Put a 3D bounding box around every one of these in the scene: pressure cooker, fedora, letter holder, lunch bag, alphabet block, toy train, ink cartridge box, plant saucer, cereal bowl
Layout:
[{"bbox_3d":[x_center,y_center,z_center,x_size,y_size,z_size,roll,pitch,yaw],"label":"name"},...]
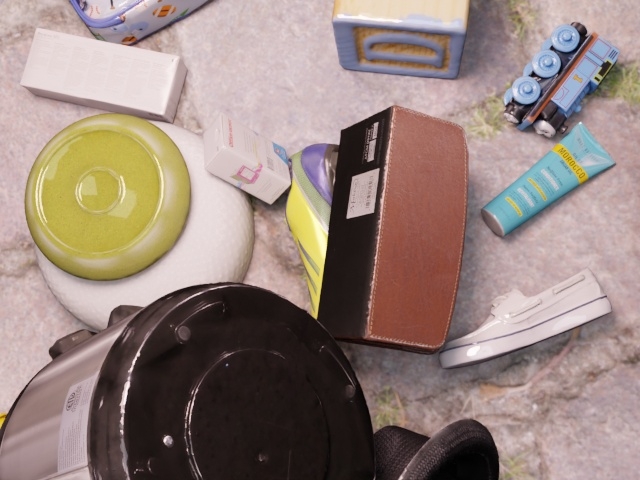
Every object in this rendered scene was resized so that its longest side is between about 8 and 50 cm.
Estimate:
[{"bbox_3d":[-0.191,0.265,0.990,0.420,0.370,0.375,-28,104,42],"label":"pressure cooker"},{"bbox_3d":[0.093,0.369,1.070,0.153,0.334,0.334,21,83,39],"label":"fedora"},{"bbox_3d":[0.136,0.000,1.111,0.215,0.152,0.301,12,80,-24],"label":"letter holder"},{"bbox_3d":[-0.287,-0.464,1.283,0.303,0.115,0.243,-29,78,-1],"label":"lunch bag"},{"bbox_3d":[0.126,-0.368,1.187,0.193,0.193,0.197,6,82,5],"label":"alphabet block"},{"bbox_3d":[0.353,-0.236,1.204,0.105,0.080,0.184,37,86,4],"label":"toy train"},{"bbox_3d":[-0.110,-0.121,1.192,0.052,0.122,0.088,-43,36,27],"label":"ink cartridge box"},{"bbox_3d":[-0.300,-0.065,1.117,0.241,0.037,0.240,-1,82,6],"label":"plant saucer"},{"bbox_3d":[-0.272,-0.023,1.198,0.339,0.141,0.338,-1,80,6],"label":"cereal bowl"}]

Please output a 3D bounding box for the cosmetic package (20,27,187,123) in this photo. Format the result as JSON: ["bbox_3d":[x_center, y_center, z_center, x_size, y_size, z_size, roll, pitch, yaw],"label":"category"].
[{"bbox_3d":[-0.340,-0.259,1.280,0.239,0.060,0.098,13,85,7],"label":"cosmetic package"}]

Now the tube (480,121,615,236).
[{"bbox_3d":[0.333,-0.086,1.200,0.207,0.052,0.080,-37,89,-7],"label":"tube"}]

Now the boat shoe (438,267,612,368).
[{"bbox_3d":[0.281,0.111,1.157,0.258,0.095,0.084,-19,76,-8],"label":"boat shoe"}]

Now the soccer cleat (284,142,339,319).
[{"bbox_3d":[0.001,0.000,1.209,0.121,0.093,0.289,-5,84,35],"label":"soccer cleat"}]

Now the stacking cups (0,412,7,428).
[{"bbox_3d":[-0.349,0.359,1.172,0.316,0.096,0.096,24,84,6],"label":"stacking cups"}]
